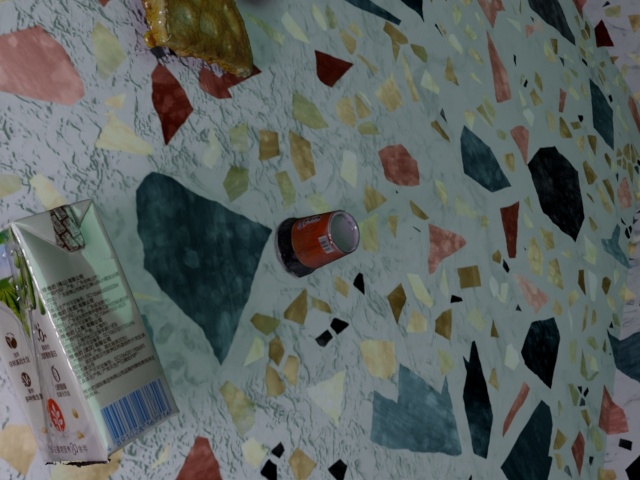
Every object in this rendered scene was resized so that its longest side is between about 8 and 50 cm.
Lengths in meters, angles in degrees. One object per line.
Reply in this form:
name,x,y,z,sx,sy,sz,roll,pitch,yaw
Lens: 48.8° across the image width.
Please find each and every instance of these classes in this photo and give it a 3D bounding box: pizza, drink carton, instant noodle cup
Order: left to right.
drink carton,-0.342,0.130,0.963,0.132,0.194,0.325,-26,96,-48
pizza,-0.229,-0.454,1.323,0.268,0.087,0.258,5,80,-55
instant noodle cup,-0.001,-0.002,1.388,0.127,0.135,0.127,17,65,-41
